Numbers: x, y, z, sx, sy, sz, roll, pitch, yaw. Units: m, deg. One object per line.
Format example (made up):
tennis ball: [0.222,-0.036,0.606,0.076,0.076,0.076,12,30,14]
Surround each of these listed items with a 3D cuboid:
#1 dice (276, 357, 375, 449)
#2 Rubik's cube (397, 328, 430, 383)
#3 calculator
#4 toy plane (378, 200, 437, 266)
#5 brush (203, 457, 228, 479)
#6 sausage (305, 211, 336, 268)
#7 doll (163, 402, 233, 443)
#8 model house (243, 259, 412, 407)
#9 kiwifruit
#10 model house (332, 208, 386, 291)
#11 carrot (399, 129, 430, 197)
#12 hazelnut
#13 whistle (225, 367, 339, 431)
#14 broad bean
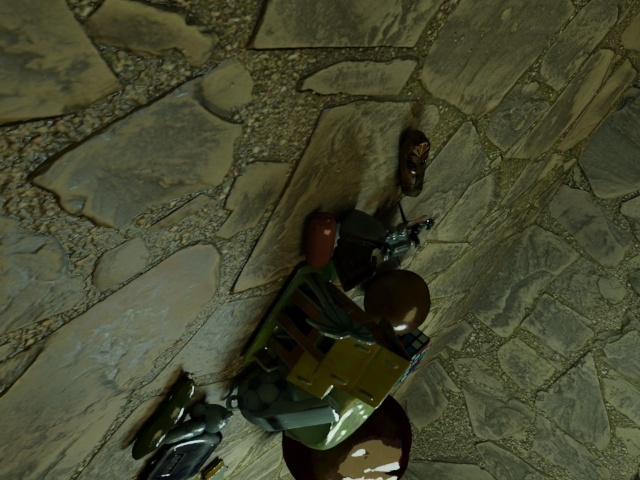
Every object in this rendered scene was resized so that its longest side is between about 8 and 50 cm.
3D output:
dice: [0.017,0.399,1.924,0.254,0.252,0.249,-18,142,-48]
Rubik's cube: [0.234,0.374,2.375,0.184,0.182,0.187,-37,156,-29]
calculator: [-0.354,0.554,1.779,0.177,0.040,0.268,-54,153,7]
toy plane: [0.193,0.007,1.803,0.223,0.104,0.326,-19,158,-2]
brush: [-0.320,0.746,2.174,0.085,0.020,0.336,-39,157,-24]
sausage: [0.000,0.000,1.486,0.062,0.062,0.154,-37,155,-27]
doll: [-0.298,0.423,1.640,0.180,0.075,0.120,-6,175,-33]
model house: [0.007,0.257,1.574,0.340,0.324,0.300,-6,133,-59]
kiwifruit: [0.228,0.180,2.044,0.196,0.196,0.234,-51,164,5]
model house: [0.082,0.027,1.549,0.165,0.106,0.152,-68,170,-65]
carrot: [0.214,-0.170,1.604,0.069,0.069,0.228,-42,158,-15]
hazelnut: [0.086,0.636,2.285,0.430,0.402,0.402,-8,145,-11]
whistle: [-0.102,0.390,1.757,0.290,0.163,0.163,-12,160,10]
broad bean: [-0.334,0.382,1.515,0.254,0.046,0.065,-55,150,12]
